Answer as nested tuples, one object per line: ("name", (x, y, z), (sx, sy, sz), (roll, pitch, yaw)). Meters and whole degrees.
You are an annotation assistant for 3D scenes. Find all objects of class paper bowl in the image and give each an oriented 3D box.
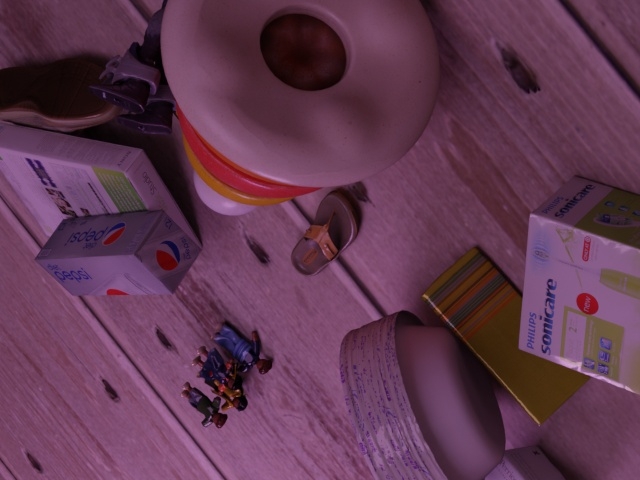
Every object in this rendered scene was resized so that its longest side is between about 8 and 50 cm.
("paper bowl", (0.150, 0.230, 1.946), (0.148, 0.284, 0.284), (-24, 101, 18))

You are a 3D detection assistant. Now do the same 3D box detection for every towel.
("towel", (0.248, 0.128, 1.925), (0.237, 0.102, 0.021), (48, 172, 5))

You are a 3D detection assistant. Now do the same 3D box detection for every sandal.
("sandal", (0.000, 0.000, 2.079), (0.072, 0.049, 0.180), (45, 136, 8))

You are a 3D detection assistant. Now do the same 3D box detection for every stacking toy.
("stacking toy", (-0.071, -0.164, 1.920), (0.350, 0.350, 0.480), (49, 155, 5))

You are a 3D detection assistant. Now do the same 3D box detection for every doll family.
("doll family", (-0.150, 0.223, 2.331), (0.111, 0.076, 0.193), (38, 132, 21))

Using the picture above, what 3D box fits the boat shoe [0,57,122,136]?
("boat shoe", (-0.407, -0.216, 2.259), (0.302, 0.109, 0.098), (4, 158, 38))

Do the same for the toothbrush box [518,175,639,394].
("toothbrush box", (0.397, 0.070, 1.741), (0.283, 0.122, 0.206), (22, 128, 30))

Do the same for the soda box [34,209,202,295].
("soda box", (-0.316, 0.023, 2.220), (0.286, 0.091, 0.098), (-3, 138, 48))

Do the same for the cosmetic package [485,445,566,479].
("cosmetic package", (0.257, 0.412, 2.038), (0.117, 0.085, 0.231), (52, 126, 36))

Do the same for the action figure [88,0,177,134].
("action figure", (-0.205, -0.292, 1.927), (0.099, 0.285, 0.185), (15, 159, 14))

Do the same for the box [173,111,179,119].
("box", (-0.200, -0.224, 2.079), (0.137, 0.027, 0.094), (51, 144, 44))

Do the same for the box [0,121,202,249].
("box", (-0.362, -0.071, 2.278), (0.322, 0.058, 0.232), (14, 147, 35))
